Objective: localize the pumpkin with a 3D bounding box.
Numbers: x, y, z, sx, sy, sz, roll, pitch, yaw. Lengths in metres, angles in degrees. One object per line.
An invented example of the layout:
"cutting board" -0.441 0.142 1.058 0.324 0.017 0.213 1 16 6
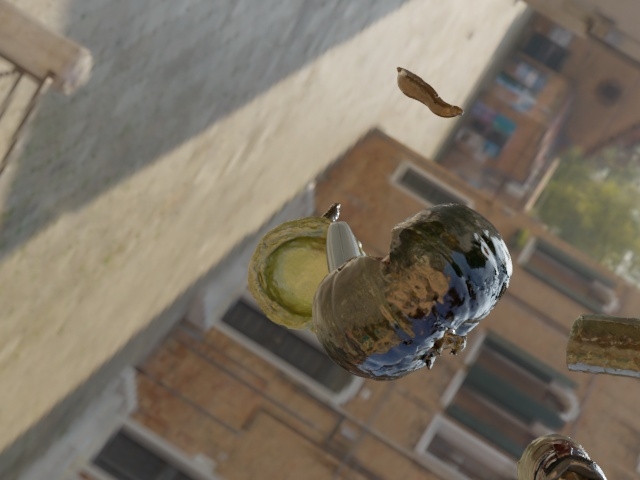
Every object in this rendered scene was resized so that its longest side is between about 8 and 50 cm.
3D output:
"pumpkin" 0.108 0.064 1.524 0.238 0.159 0.238 -29 173 -4

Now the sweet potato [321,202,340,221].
"sweet potato" -0.001 -0.003 2.341 0.041 0.038 0.153 60 48 -67

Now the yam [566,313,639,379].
"yam" 0.486 0.161 1.937 0.093 0.259 0.093 -18 111 -58

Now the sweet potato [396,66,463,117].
"sweet potato" 0.106 -0.150 1.383 0.026 0.115 0.026 -19 130 -23

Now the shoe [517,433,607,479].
"shoe" 0.270 0.306 1.376 0.125 0.099 0.228 125 -44 -72

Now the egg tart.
"egg tart" -0.019 0.053 2.129 0.197 0.197 0.078 -57 -179 -7

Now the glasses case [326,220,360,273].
"glasses case" 0.034 0.045 1.748 0.178 0.045 0.067 -101 -179 -51
